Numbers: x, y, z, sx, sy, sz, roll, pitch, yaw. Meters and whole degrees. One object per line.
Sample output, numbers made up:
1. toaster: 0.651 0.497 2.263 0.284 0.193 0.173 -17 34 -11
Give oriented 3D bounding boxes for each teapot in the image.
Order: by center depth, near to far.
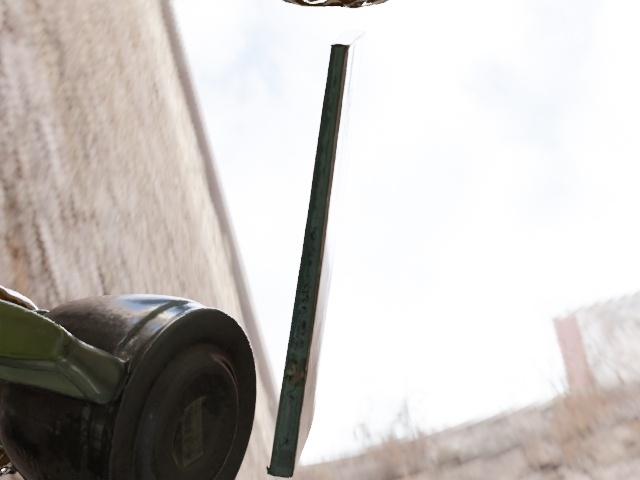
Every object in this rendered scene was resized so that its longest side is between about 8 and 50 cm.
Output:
1. teapot: -0.085 0.049 0.716 0.090 0.092 0.124 12 -45 29

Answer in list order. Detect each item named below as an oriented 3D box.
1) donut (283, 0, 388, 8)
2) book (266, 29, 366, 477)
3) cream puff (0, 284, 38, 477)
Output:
1. donut: -0.026 -0.281 1.170 0.299 0.317 0.150 32 -46 8
2. book: 0.000 0.000 1.317 0.025 0.215 0.283 9 -82 2
3. cream puff: -0.223 0.088 1.102 0.150 0.115 0.165 -25 -33 25
